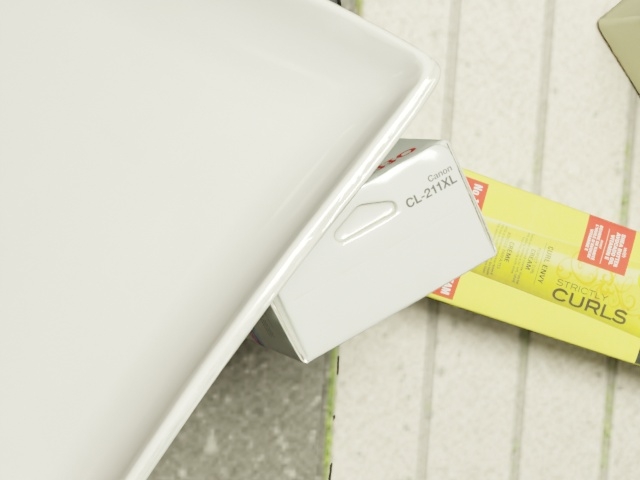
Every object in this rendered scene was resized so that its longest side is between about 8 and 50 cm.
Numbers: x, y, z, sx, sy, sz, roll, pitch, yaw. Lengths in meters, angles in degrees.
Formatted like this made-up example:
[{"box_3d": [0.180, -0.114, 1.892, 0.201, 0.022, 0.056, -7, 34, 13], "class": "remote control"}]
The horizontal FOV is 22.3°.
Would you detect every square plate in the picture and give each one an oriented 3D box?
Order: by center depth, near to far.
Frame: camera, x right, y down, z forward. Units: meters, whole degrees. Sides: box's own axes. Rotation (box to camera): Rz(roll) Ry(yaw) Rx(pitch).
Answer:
[{"box_3d": [-0.168, -0.025, 0.831, 0.347, 0.049, 0.344, 32, 81, 24], "class": "square plate"}]

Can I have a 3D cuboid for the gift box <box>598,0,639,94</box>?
[{"box_3d": [0.379, -0.107, 1.000, 0.255, 0.258, 0.276, -44, 106, -11], "class": "gift box"}]

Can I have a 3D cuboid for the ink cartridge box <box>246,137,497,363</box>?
[{"box_3d": [0.000, 0.000, 0.915, 0.127, 0.175, 0.072, -28, 103, -15], "class": "ink cartridge box"}]

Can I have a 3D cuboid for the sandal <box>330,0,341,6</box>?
[{"box_3d": [-0.064, -0.261, 0.886, 0.107, 0.167, 0.445, -10, 95, 3], "class": "sandal"}]

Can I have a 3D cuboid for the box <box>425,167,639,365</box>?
[{"box_3d": [0.155, 0.021, 1.034, 0.232, 0.058, 0.087, 19, 88, -20], "class": "box"}]
